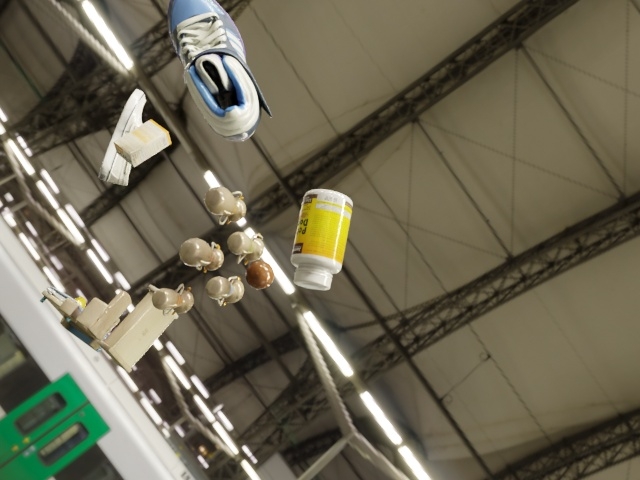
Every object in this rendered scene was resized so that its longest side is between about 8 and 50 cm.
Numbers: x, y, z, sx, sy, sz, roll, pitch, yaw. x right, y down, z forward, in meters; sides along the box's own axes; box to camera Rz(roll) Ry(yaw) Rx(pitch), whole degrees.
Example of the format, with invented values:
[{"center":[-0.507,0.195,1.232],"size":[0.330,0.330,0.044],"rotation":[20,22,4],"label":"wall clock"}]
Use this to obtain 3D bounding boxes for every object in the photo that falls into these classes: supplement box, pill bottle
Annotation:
[{"center":[-0.372,-0.204,1.398],"size":[0.062,0.098,0.036],"rotation":[37,-29,28],"label":"supplement box"},{"center":[0.000,0.000,1.520],"size":[0.117,0.215,0.117],"rotation":[10,-15,3],"label":"pill bottle"}]

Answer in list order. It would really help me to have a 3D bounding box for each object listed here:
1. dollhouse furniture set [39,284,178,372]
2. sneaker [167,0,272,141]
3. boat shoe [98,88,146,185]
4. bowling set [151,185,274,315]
[{"center":[-0.583,0.153,1.763],"size":[0.303,0.198,0.286],"rotation":[26,-27,25],"label":"dollhouse furniture set"},{"center":[-0.196,-0.338,1.208],"size":[0.236,0.130,0.322],"rotation":[178,-109,-86],"label":"sneaker"},{"center":[-0.500,-0.270,1.764],"size":[0.088,0.267,0.096],"rotation":[21,-24,-17],"label":"boat shoe"},{"center":[-0.175,0.058,1.309],"size":[0.200,0.287,0.154],"rotation":[30,-2,15],"label":"bowling set"}]
